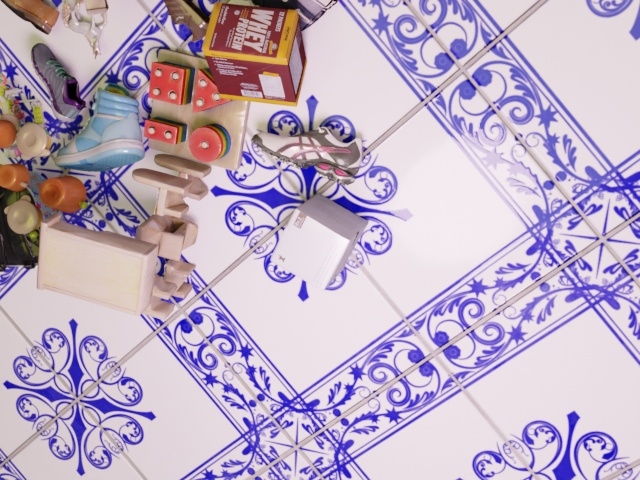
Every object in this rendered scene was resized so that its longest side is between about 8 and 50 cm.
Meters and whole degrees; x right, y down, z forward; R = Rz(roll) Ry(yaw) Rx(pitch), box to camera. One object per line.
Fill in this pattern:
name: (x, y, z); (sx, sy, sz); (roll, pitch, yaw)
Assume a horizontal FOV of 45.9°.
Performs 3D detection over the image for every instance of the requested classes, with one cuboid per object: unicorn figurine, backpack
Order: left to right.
backpack: (-0.824, -0.067, 2.065); (0.225, 0.191, 0.254); (-5, 112, 14)
unicorn figurine: (-0.593, -0.544, 1.931); (0.162, 0.060, 0.111); (31, 114, 24)

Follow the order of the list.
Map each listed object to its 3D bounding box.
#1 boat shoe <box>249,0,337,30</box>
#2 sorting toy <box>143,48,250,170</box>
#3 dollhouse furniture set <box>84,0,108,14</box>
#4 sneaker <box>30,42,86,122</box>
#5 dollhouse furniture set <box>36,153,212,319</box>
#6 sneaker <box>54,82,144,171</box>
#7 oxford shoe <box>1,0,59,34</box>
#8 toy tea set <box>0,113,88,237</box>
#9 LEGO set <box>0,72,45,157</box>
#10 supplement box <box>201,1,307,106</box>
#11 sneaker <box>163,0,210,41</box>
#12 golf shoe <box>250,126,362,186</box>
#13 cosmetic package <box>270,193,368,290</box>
boat shoe: (-0.131, -0.579, 1.664); (0.340, 0.127, 0.158); (32, 121, -30)
sorting toy: (-0.314, -0.322, 1.883); (0.255, 0.089, 0.257); (16, 109, 13)
dollhouse furniture set: (-0.380, -0.641, 1.771); (0.355, 0.303, 0.174); (-9, 113, -10)
sneaker: (-0.667, -0.422, 1.955); (0.098, 0.083, 0.224); (-26, 87, 33)
dollhouse furniture set: (-0.472, 0.002, 1.854); (0.256, 0.394, 0.362); (16, 113, 6)
sneaker: (-0.575, -0.294, 1.972); (0.319, 0.127, 0.208); (-6, 82, 35)
oxford shoe: (-0.766, -0.616, 1.965); (0.212, 0.076, 0.076); (33, 83, 9)
toy tea set: (-0.733, -0.183, 1.945); (0.200, 0.124, 0.336); (-24, 85, 12)
LEGO set: (-0.822, -0.367, 2.010); (0.107, 0.132, 0.287); (-2, 127, 13)
supplement box: (-0.144, -0.418, 1.713); (0.191, 0.194, 0.129); (8, 69, 8)
sneaker: (-0.349, -0.564, 1.836); (0.188, 0.066, 0.071); (46, 114, 1)
golf shoe: (-0.030, -0.225, 1.828); (0.272, 0.105, 0.120); (20, 95, 5)
cosmetic package: (0.000, 0.000, 1.824); (0.151, 0.183, 0.151); (30, 113, 8)
